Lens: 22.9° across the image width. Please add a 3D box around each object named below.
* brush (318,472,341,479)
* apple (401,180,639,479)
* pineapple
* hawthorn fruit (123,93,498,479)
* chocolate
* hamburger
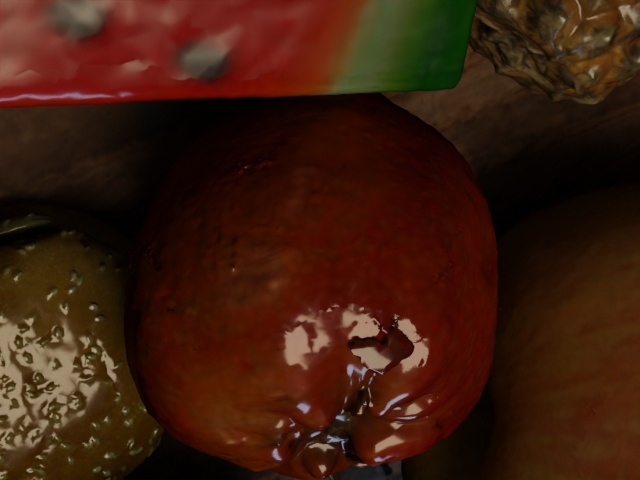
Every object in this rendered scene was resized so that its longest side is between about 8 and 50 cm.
[{"bbox_3d":[-0.018,0.147,1.101,0.048,0.054,0.282,-24,126,1],"label":"brush"},{"bbox_3d":[0.237,0.145,1.023,0.346,0.391,0.391,11,115,-8],"label":"apple"},{"bbox_3d":[0.162,-0.184,0.926,0.193,0.166,0.166,-51,128,-10],"label":"pineapple"},{"bbox_3d":[0.000,0.000,0.901,0.211,0.299,0.211,5,140,5],"label":"hawthorn fruit"},{"bbox_3d":[-0.067,-0.233,0.778,0.341,0.161,0.360,-5,121,-23],"label":"chocolate"},{"bbox_3d":[-0.171,0.077,0.947,0.215,0.122,0.189,-28,123,-11],"label":"hamburger"}]
